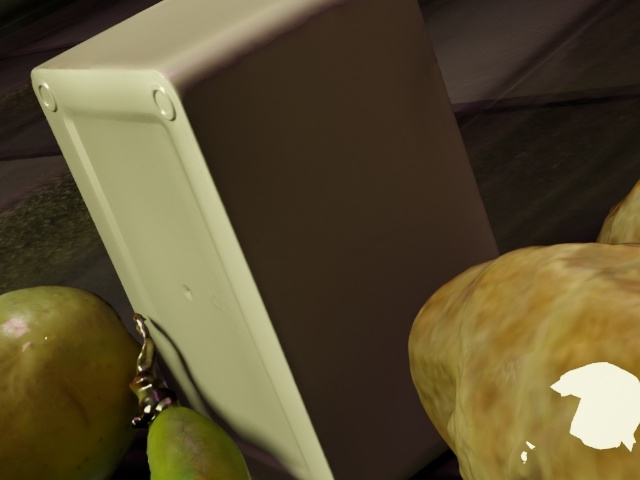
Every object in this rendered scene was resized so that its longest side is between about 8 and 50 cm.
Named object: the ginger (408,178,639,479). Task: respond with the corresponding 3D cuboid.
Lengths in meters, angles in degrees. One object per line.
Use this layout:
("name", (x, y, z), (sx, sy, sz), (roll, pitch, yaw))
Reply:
("ginger", (0.180, 0.035, 0.506), (0.244, 0.155, 0.304), (0, 29, 46))

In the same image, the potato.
("potato", (-0.185, 0.097, 0.685), (0.194, 0.157, 0.157), (-32, 24, -18))

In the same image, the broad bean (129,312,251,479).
("broad bean", (-0.058, 0.147, 0.554), (0.075, 0.067, 0.325), (19, 22, -16))

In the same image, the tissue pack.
("tissue pack", (-0.018, -0.005, 0.657), (0.136, 0.246, 0.159), (-32, 25, -28))
